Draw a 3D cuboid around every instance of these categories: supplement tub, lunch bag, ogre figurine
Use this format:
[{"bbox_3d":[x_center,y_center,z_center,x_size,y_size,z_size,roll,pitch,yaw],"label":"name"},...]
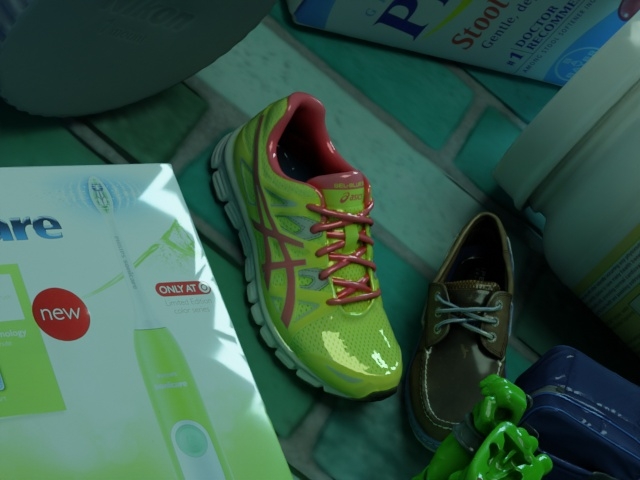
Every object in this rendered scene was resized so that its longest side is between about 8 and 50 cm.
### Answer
[{"bbox_3d":[0.305,0.000,1.074,0.331,0.241,0.241,45,44,7],"label":"supplement tub"},{"bbox_3d":[0.162,0.120,1.013,0.098,0.067,0.065,29,45,-9],"label":"lunch bag"},{"bbox_3d":[0.070,0.177,0.869,0.097,0.118,0.197,11,53,-34],"label":"ogre figurine"}]

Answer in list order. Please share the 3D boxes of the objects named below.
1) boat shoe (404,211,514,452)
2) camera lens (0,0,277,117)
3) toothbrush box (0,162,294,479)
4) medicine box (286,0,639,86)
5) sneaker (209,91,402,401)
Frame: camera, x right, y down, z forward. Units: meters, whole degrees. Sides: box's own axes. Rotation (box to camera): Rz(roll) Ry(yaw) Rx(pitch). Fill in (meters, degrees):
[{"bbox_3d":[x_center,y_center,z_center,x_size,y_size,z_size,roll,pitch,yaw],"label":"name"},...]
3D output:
[{"bbox_3d":[0.089,0.054,1.002,0.066,0.066,0.183,4,42,6],"label":"boat shoe"},{"bbox_3d":[-0.163,-0.241,0.953,0.219,0.219,0.274,-14,67,-41],"label":"camera lens"},{"bbox_3d":[-0.138,0.111,0.773,0.206,0.122,0.283,-3,58,-37],"label":"toothbrush box"},{"bbox_3d":[0.147,-0.264,1.156,0.289,0.263,0.149,8,53,-30],"label":"medicine box"},{"bbox_3d":[0.000,0.000,0.973,0.081,0.094,0.208,-9,65,-41],"label":"sneaker"}]
